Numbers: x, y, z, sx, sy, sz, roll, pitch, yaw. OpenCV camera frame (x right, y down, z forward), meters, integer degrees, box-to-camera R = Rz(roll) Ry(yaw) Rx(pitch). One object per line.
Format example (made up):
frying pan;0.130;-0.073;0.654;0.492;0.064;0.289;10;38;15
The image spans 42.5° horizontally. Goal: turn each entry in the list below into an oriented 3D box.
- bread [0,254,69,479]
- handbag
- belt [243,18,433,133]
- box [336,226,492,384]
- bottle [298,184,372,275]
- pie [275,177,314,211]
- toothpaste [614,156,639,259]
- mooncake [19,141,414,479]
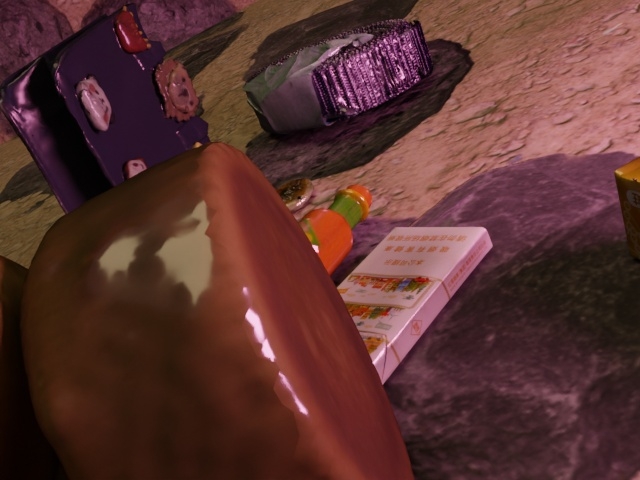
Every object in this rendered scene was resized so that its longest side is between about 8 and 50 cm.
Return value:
bread;-0.264;0.146;0.512;0.210;0.341;0.300;30;75;22
handbag;-0.289;-0.174;1.243;0.122;0.303;0.329;-13;27;26
belt;0.017;-0.269;1.350;0.325;0.122;0.260;0;31;45
box;0.057;0.060;0.774;0.122;0.032;0.220;2;37;45
bottle;0.000;0.000;0.905;0.069;0.069;0.187;-4;31;39
pie;-0.045;-0.059;1.117;0.084;0.021;0.084;-22;26;11
toothpaste;0.329;0.008;0.549;0.071;0.089;0.313;-25;23;-12
mooncake;-0.062;0.087;0.546;0.155;0.284;0.284;-26;24;11
